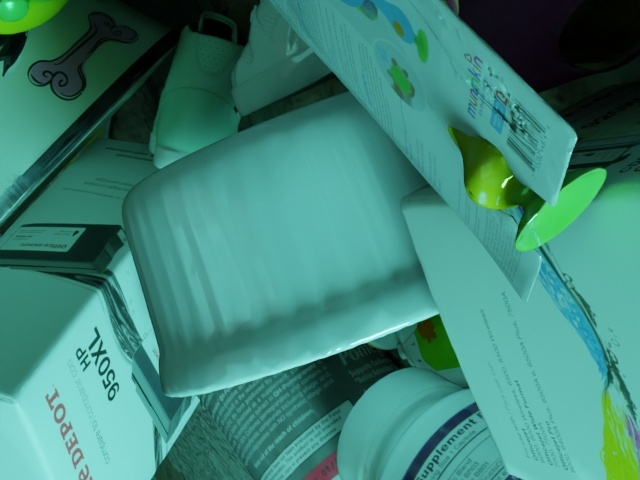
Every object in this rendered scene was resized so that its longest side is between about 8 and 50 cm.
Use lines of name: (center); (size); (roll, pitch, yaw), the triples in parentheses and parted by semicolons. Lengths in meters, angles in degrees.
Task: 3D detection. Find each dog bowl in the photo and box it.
dog bowl: (-0.325, -0.101, 0.971); (0.150, 0.408, 0.408); (43, 159, -13)

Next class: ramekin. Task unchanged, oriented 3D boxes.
ramekin: (0.005, -0.009, 0.667); (0.277, 0.277, 0.135); (-22, 88, 66)

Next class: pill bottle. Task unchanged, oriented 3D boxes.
pill bottle: (-0.038, 0.121, 0.993); (0.318, 0.176, 0.176); (52, 154, 19)
pill bottle: (0.147, 0.211, 0.740); (0.301, 0.169, 0.169); (29, 141, 50)

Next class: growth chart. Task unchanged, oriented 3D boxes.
growth chart: (0.066, 0.035, 0.889); (0.237, 0.021, 0.172); (56, 154, 9)

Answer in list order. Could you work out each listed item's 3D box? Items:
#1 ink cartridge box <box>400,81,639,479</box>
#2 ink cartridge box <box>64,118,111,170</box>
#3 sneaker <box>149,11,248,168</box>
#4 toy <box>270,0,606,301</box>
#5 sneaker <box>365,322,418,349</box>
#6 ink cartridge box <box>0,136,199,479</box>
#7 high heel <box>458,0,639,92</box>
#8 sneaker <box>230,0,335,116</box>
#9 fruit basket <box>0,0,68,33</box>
ink cartridge box: (0.185, 0.019, 0.455); (0.233, 0.171, 0.168); (0, 115, 63)
ink cartridge box: (-0.406, -0.242, 1.451); (0.303, 0.072, 0.307); (56, 154, 9)
sneaker: (-0.107, -0.142, 0.989); (0.256, 0.094, 0.151); (-136, 62, -78)
toy: (0.032, -0.098, 0.410); (0.237, 0.056, 0.137); (56, 170, 24)
sneaker: (0.000, 0.000, 0.857); (0.214, 0.084, 0.083); (63, 159, -6)
ink cartridge box: (-0.254, 0.116, 1.119); (0.166, 0.395, 0.285); (10, 132, 21)
high heel: (0.176, -0.091, 0.395); (0.181, 0.127, 0.377); (68, 154, 9)
sneaker: (-0.004, -0.199, 0.672); (0.292, 0.108, 0.169); (-24, 97, 56)
fruit basket: (-0.283, -0.310, 0.771); (0.392, 0.392, 0.282); (20, 133, 56)
